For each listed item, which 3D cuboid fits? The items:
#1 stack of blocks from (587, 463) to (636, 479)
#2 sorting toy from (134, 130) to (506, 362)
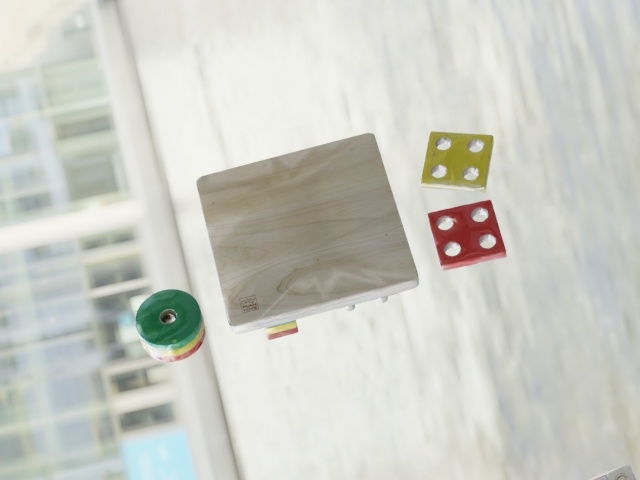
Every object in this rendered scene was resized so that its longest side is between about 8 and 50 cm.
[{"bbox_3d":[0.201,0.344,1.974,0.171,0.297,0.087,-32,77,48],"label":"stack of blocks"},{"bbox_3d":[0.000,0.000,1.283,0.046,0.275,0.132,77,178,-55],"label":"sorting toy"}]
